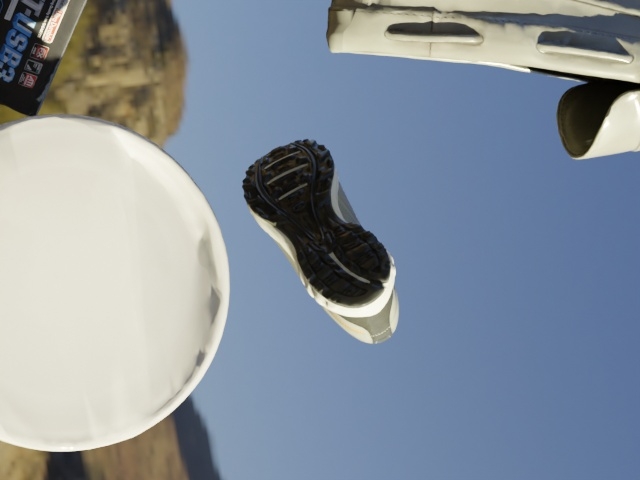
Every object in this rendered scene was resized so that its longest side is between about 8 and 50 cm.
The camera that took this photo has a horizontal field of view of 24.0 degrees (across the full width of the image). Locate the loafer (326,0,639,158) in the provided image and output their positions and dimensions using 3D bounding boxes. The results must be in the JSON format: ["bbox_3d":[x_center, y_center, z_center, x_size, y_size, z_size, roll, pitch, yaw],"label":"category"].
[{"bbox_3d":[0.156,-0.091,0.764,0.112,0.319,0.112,-139,-112,-83],"label":"loafer"}]

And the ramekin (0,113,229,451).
[{"bbox_3d":[-0.221,0.037,1.241,0.127,0.272,0.273,169,-88,-67],"label":"ramekin"}]

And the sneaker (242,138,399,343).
[{"bbox_3d":[0.000,0.000,1.520,0.271,0.100,0.108,61,-4,42],"label":"sneaker"}]

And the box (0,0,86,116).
[{"bbox_3d":[-0.350,-0.285,1.390,0.073,0.293,0.295,-95,-151,-49],"label":"box"}]
